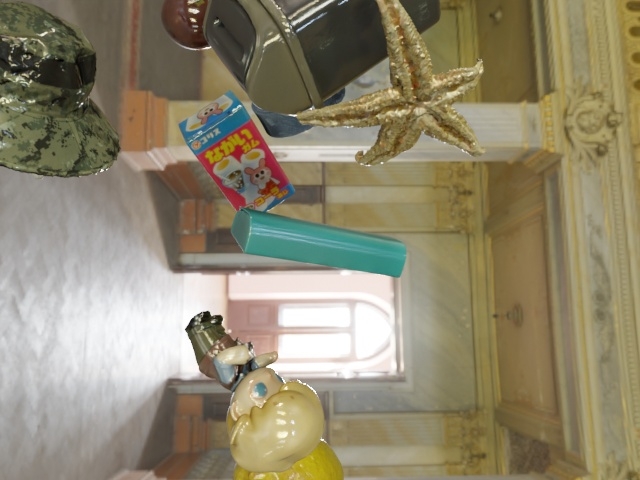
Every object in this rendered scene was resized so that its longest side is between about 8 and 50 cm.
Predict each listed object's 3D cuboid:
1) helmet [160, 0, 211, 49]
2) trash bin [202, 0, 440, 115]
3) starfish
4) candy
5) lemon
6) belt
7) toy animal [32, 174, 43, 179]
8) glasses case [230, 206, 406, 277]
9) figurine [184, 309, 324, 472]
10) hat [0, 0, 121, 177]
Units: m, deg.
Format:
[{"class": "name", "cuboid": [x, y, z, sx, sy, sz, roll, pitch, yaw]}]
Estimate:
[{"class": "helmet", "cuboid": [-0.279, -0.470, 1.275, 0.106, 0.175, 0.155, -46, 178, -30]}, {"class": "trash bin", "cuboid": [-0.003, -0.308, 0.794, 0.209, 0.291, 0.182, 55, -4, 38]}, {"class": "starfish", "cuboid": [0.092, -0.171, 0.737, 0.295, 0.231, 0.047, 42, 33, -47]}, {"class": "candy", "cuboid": [-0.199, -0.197, 1.442, 0.100, 0.157, 0.305, 55, -2, 44]}, {"class": "lemon", "cuboid": [-0.049, 0.383, 0.930, 0.207, 0.170, 0.169, 46, 41, -67]}, {"class": "belt", "cuboid": [-0.043, -0.291, 1.217, 0.082, 0.190, 0.141, 58, 8, -44]}, {"class": "toy animal", "cuboid": [-0.672, -0.255, 1.475, 0.131, 0.182, 0.127, 58, 21, -2]}, {"class": "glasses case", "cuboid": [0.000, -0.001, 1.054, 0.117, 0.301, 0.070, -138, -120, -62]}, {"class": "figurine", "cuboid": [-0.076, 0.164, 0.666, 0.196, 0.108, 0.114, 54, -3, 21]}, {"class": "hat", "cuboid": [-0.335, -0.196, 0.678, 0.128, 0.266, 0.265, -56, -161, 26]}]
